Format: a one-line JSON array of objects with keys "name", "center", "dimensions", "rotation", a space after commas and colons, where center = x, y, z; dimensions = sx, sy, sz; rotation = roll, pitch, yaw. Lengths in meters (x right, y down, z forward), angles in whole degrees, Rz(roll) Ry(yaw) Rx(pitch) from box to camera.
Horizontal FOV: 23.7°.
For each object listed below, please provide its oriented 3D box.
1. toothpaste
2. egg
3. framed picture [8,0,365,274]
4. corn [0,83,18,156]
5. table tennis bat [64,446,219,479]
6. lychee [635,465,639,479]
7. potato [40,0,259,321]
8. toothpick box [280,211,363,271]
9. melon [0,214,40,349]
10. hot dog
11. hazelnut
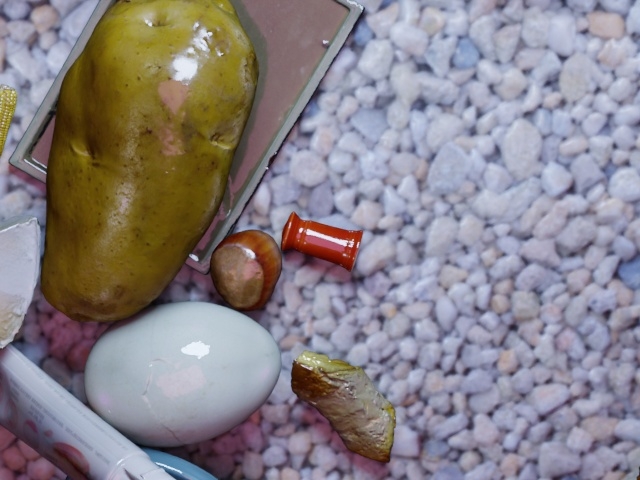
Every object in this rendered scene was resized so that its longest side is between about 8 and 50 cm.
[{"name": "toothpaste", "center": [-0.271, 0.191, 1.569], "dimensions": [0.323, 0.066, 0.100], "rotation": [30, 117, 34]}, {"name": "egg", "center": [-0.144, 0.138, 1.591], "dimensions": [0.209, 0.151, 0.151], "rotation": [-11, 99, 9]}, {"name": "framed picture", "center": [-0.142, -0.165, 1.610], "dimensions": [0.247, 0.022, 0.335], "rotation": [30, 99, -3]}, {"name": "corn", "center": [-0.346, -0.120, 1.614], "dimensions": [0.037, 0.037, 0.092], "rotation": [17, 102, -2]}, {"name": "table tennis bat", "center": [-0.142, 0.342, 1.644], "dimensions": [0.215, 0.044, 0.329], "rotation": [-28, 114, 31]}, {"name": "lychee", "center": [0.419, 0.299, 1.600], "dimensions": [0.194, 0.194, 0.194], "rotation": [0, 99, 1]}, {"name": "potato", "center": [-0.185, -0.084, 1.528], "dimensions": [0.195, 0.176, 0.369], "rotation": [21, 104, -1]}, {"name": "toothpick box", "center": [0.000, 0.000, 1.622], "dimensions": [0.083, 0.047, 0.047], "rotation": [17, 99, -1]}, {"name": "melon", "center": [-0.359, 0.052, 1.577], "dimensions": [0.202, 0.093, 0.139], "rotation": [-20, 87, 41]}, {"name": "hot dog", "center": [0.027, 0.167, 1.639], "dimensions": [0.078, 0.061, 0.169], "rotation": [-19, 123, 35]}, {"name": "hazelnut", "center": [-0.077, 0.029, 1.611], "dimensions": [0.086, 0.086, 0.086], "rotation": [0, 99, 1]}]
